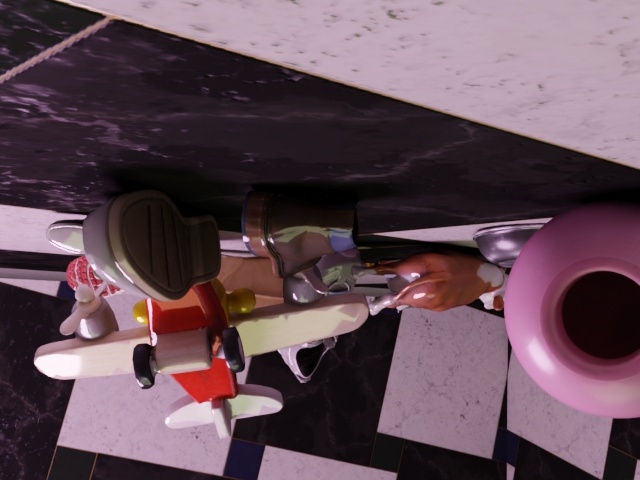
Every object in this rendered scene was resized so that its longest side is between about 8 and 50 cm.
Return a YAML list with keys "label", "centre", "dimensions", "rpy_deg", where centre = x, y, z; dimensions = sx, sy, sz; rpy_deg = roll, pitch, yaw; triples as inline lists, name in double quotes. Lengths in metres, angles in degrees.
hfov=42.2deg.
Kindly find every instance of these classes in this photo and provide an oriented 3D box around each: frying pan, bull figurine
- label: "frying pan"
  centre: [0.283, 0.016, 1.133]
  dimensions: [0.197, 0.053, 0.326]
  rpy_deg: [4, 171, -11]
- label: "bull figurine"
  centre: [0.192, 0.070, 1.349]
  dimensions: [0.188, 0.101, 0.310]
  rpy_deg: [-12, 166, 29]

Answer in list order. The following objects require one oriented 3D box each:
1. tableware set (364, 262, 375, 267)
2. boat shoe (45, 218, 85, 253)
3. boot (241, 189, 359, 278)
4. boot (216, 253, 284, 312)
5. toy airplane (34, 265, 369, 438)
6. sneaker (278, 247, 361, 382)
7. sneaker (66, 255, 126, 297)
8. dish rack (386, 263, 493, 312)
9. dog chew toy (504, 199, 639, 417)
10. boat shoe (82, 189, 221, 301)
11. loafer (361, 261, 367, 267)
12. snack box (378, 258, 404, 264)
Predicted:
- label: "tableware set"
  centre: [0.045, 0.055, 1.697]
  dimensions: [0.154, 0.024, 0.104]
  rpy_deg: [-2, 176, 24]
- label: "boat shoe"
  centre: [-0.279, -0.011, 1.044]
  dimensions: [0.125, 0.038, 0.046]
  rpy_deg: [2, 131, -12]
- label: "boot"
  centre: [0.000, 0.000, 0.862]
  dimensions: [0.106, 0.082, 0.219]
  rpy_deg: [3, 173, 14]
- label: "boot"
  centre: [-0.102, 0.136, 1.507]
  dimensions: [0.269, 0.236, 0.089]
  rpy_deg: [7, -172, -16]
- label: "toy airplane"
  centre: [-0.176, 0.131, 1.249]
  dimensions: [0.386, 0.272, 0.384]
  rpy_deg: [15, 143, -39]
- label: "sneaker"
  centre: [0.010, 0.124, 1.391]
  dimensions: [0.105, 0.115, 0.281]
  rpy_deg: [-3, 136, -27]
- label: "sneaker"
  centre: [-0.403, 0.075, 1.690]
  dimensions: [0.225, 0.088, 0.093]
  rpy_deg: [2, 175, -4]
- label: "dish rack"
  centre: [0.246, 0.099, 1.708]
  dimensions: [0.208, 0.074, 0.271]
  rpy_deg: [-7, 177, 6]
- label: "dog chew toy"
  centre: [0.315, 0.063, 0.866]
  dimensions: [0.206, 0.207, 0.332]
  rpy_deg: [-1, -179, 26]
- label: "boat shoe"
  centre: [-0.191, 0.012, 0.878]
  dimensions: [0.103, 0.113, 0.302]
  rpy_deg: [-5, 174, 8]
- label: "loafer"
  centre: [0.031, 0.058, 1.621]
  dimensions: [0.125, 0.045, 0.039]
  rpy_deg: [-4, 179, 25]
- label: "snack box"
  centre: [0.154, 0.055, 1.633]
  dimensions: [0.064, 0.022, 0.178]
  rpy_deg: [-3, 174, 8]
